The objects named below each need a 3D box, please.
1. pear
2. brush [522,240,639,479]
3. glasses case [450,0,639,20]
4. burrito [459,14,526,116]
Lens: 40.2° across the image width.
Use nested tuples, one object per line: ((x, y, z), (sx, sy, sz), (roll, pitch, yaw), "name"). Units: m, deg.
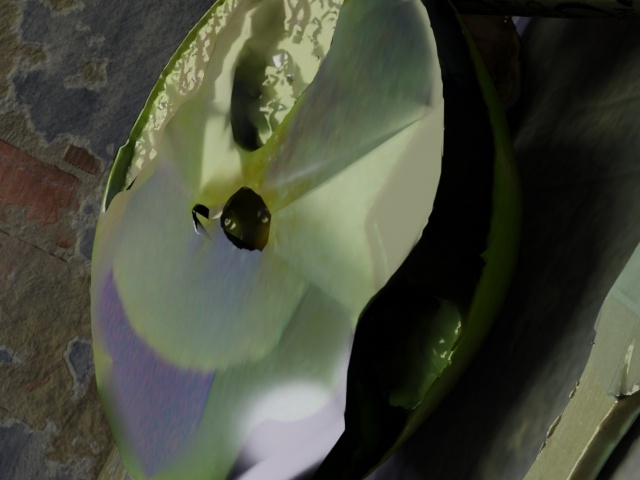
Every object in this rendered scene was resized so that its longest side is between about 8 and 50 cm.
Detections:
((0.001, -0.002, 0.633), (0.399, 0.165, 0.399), (-18, 66, 46), "pear")
((0.119, 0.092, 0.398), (0.336, 0.020, 0.085), (-62, 11, 9), "brush")
((0.118, -0.223, 0.593), (0.354, 0.085, 0.137), (19, 103, 47), "glasses case")
((0.081, -0.079, 0.782), (0.299, 0.105, 0.143), (-61, 7, 18), "burrito")
